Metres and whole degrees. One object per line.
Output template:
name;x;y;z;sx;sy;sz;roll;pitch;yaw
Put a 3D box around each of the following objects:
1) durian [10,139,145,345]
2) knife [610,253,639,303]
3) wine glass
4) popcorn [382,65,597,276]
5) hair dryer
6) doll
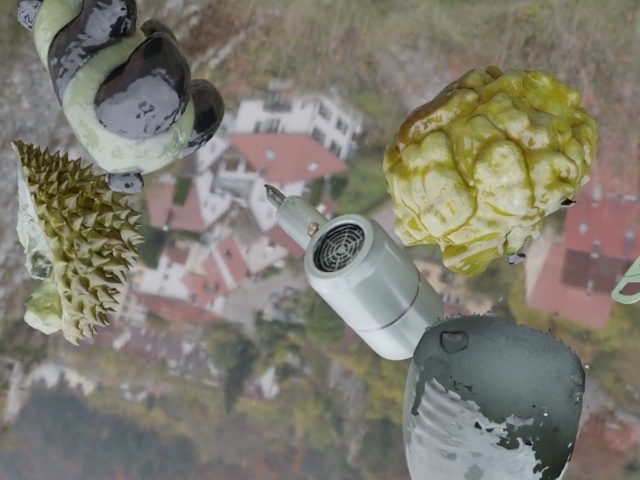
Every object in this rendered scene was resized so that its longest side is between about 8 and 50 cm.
durian;-0.314;0.025;1.284;0.166;0.172;0.306;18;148;3
knife;0.277;-0.028;0.746;0.014;0.207;0.030;-3;-134;-49
wine glass;0.169;0.255;1.122;0.190;0.357;0.190;6;-152;-3
popcorn;0.157;-0.067;0.977;0.169;0.218;0.189;51;132;11
hair dryer;0.000;0.000;1.302;0.173;0.107;0.357;49;174;-40
doll;-0.195;-0.164;0.999;0.234;0.135;0.143;56;-177;24
